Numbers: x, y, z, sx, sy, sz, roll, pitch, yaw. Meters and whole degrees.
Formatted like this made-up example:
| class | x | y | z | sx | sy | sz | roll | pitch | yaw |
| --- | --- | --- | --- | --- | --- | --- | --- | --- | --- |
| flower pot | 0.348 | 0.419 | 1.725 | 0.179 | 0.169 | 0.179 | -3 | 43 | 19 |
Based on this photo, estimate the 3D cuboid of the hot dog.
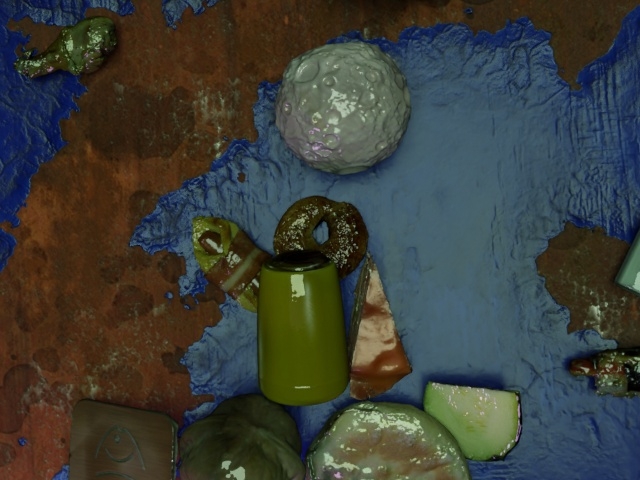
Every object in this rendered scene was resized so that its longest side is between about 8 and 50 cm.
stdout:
| class | x | y | z | sx | sy | sz | roll | pitch | yaw |
| --- | --- | --- | --- | --- | --- | --- | --- | --- | --- |
| hot dog | -0.165 | 0.048 | 1.672 | 0.261 | 0.093 | 0.123 | 38 | 95 | 3 |

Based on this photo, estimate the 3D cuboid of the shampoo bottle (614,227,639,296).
| class | x | y | z | sx | sy | sz | roll | pitch | yaw |
| --- | --- | --- | --- | --- | --- | --- | --- | --- | --- |
| shampoo bottle | 0.706 | -0.049 | 1.626 | 0.134 | 0.078 | 0.359 | 26 | 90 | 0 |

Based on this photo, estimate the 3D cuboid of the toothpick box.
| class | x | y | z | sx | sy | sz | roll | pitch | yaw |
| --- | --- | --- | --- | --- | --- | --- | --- | --- | --- |
| toothpick box | -0.037 | 0.158 | 1.593 | 0.175 | 0.175 | 0.271 | -2 | 104 | 4 |

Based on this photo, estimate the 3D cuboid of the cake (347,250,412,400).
| class | x | y | z | sx | sy | sz | roll | pitch | yaw |
| --- | --- | --- | --- | --- | --- | --- | --- | --- | --- |
| cake | 0.114 | 0.165 | 1.654 | 0.135 | 0.098 | 0.287 | 1 | 94 | 5 |

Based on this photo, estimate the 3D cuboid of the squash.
| class | x | y | z | sx | sy | sz | roll | pitch | yaw |
| --- | --- | --- | --- | --- | --- | --- | --- | --- | --- |
| squash | 0.305 | 0.338 | 1.653 | 0.192 | 0.085 | 0.184 | 5 | 119 | 21 |

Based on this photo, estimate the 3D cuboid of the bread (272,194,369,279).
| class | x | y | z | sx | sy | sz | roll | pitch | yaw |
| --- | --- | --- | --- | --- | --- | --- | --- | --- | --- |
| bread | 0.000 | 0.000 | 1.679 | 0.193 | 0.064 | 0.193 | 0 | 86 | 4 |

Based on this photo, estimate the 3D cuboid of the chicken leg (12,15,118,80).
| class | x | y | z | sx | sy | sz | roll | pitch | yaw |
| --- | --- | --- | --- | --- | --- | --- | --- | --- | --- |
| chicken leg | -0.511 | -0.375 | 1.707 | 0.228 | 0.088 | 0.103 | -27 | 101 | 0 |

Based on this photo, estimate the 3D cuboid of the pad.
| class | x | y | z | sx | sy | sz | roll | pitch | yaw |
| --- | --- | --- | --- | --- | --- | --- | --- | --- | --- |
| pad | -0.393 | 0.464 | 1.654 | 0.287 | 0.018 | 0.284 | 2 | 89 | 32 |

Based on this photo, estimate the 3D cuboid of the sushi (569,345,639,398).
| class | x | y | z | sx | sy | sz | roll | pitch | yaw |
| --- | --- | --- | --- | --- | --- | --- | --- | --- | --- |
| sushi | 0.595 | 0.253 | 1.620 | 0.226 | 0.097 | 0.103 | -1 | 83 | 18 |

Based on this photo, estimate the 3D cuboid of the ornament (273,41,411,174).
| class | x | y | z | sx | sy | sz | roll | pitch | yaw |
| --- | --- | --- | --- | --- | --- | --- | --- | --- | --- |
| ornament | 0.042 | -0.240 | 1.584 | 0.259 | 0.259 | 0.225 | -11 | 84 | 3 |

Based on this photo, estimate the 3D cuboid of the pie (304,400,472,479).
| class | x | y | z | sx | sy | sz | roll | pitch | yaw |
| --- | --- | --- | --- | --- | --- | --- | --- | --- | --- |
| pie | 0.130 | 0.456 | 1.646 | 0.338 | 0.075 | 0.337 | 1 | 96 | 5 |

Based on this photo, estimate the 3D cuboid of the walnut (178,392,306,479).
| class | x | y | z | sx | sy | sz | roll | pitch | yaw |
| --- | --- | --- | --- | --- | --- | --- | --- | --- | --- |
| walnut | -0.145 | 0.412 | 1.586 | 0.248 | 0.248 | 0.248 | 0 | 89 | 4 |
